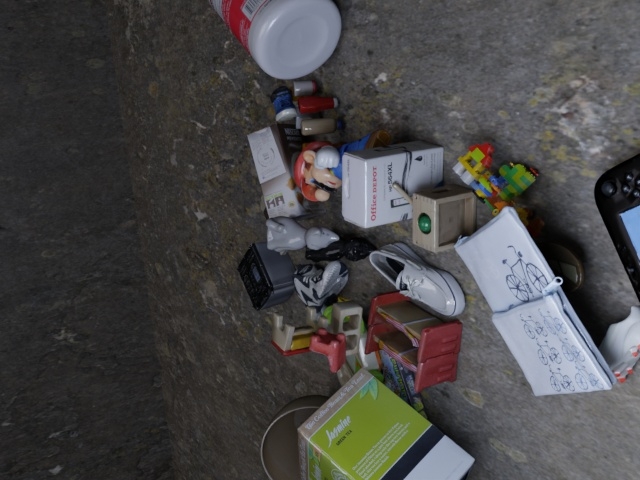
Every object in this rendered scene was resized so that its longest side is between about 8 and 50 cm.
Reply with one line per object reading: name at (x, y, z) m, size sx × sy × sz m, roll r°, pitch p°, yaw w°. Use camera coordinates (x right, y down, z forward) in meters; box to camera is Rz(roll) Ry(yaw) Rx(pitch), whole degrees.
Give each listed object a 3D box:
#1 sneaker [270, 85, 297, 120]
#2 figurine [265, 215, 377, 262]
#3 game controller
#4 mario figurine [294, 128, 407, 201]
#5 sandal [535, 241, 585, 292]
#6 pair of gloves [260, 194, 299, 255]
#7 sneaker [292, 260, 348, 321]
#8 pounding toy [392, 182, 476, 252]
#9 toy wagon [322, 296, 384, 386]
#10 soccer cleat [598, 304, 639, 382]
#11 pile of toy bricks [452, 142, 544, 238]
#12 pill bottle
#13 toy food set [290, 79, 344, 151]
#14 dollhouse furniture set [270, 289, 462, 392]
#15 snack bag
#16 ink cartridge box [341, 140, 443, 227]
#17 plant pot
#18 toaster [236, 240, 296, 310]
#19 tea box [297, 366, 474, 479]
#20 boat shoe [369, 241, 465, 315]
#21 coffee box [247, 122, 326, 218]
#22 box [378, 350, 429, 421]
sneaker at (-0.094, -0.346, 1.951) m, size 0.152 × 0.058 × 0.084 m, roll -113°, pitch 9°, yaw -83°
figurine at (0.000, 0.000, 1.911) m, size 0.209 × 0.215 × 0.092 m, roll 4°, pitch 81°, yaw 48°
game controller at (0.534, 0.019, 1.166) m, size 0.166 × 0.067 × 0.319 m, roll -39°, pitch 68°, yaw 58°
mario figurine at (0.056, -0.146, 1.789) m, size 0.320 × 0.170 × 0.198 m, roll -10°, pitch 118°, yaw 51°
sandal at (0.412, 0.046, 1.400) m, size 0.219 × 0.060 × 0.090 m, roll 170°, pitch 93°, yaw -74°
pair of gloves at (-0.101, -0.099, 2.221) m, size 0.204 × 0.042 × 0.240 m, roll 63°, pitch 144°, yaw 31°
sneaker at (-0.014, 0.100, 2.098) m, size 0.153 × 0.094 × 0.235 m, roll 50°, pitch 151°, yaw 25°
pounding toy at (0.230, -0.056, 1.575) m, size 0.100 × 0.141 × 0.130 m, roll 25°, pitch 122°, yaw 54°
toy wagon at (0.085, 0.278, 1.962) m, size 0.267 × 0.068 × 0.344 m, roll -123°, pitch 25°, yaw -46°
soccer cleat at (0.498, 0.184, 1.304) m, size 0.196 × 0.068 × 0.076 m, roll 114°, pitch 155°, yaw -50°
pile of toy bricks at (0.349, -0.097, 1.423) m, size 0.105 × 0.118 × 0.212 m, roll -47°, pitch 42°, yaw 16°
pill bottle at (-0.140, -0.596, 1.901) m, size 0.407 × 0.229 × 0.229 m, roll 55°, pitch 144°, yaw 34°
toy food set at (-0.007, -0.321, 1.952) m, size 0.111 × 0.105 × 0.232 m, roll 95°, pitch 166°, yaw -52°
dollhouse furniture set at (0.099, 0.235, 1.687) m, size 0.201 × 0.374 × 0.152 m, roll 33°, pitch 124°, yaw 52°
snack bag at (0.361, 0.117, 1.380) m, size 0.342 × 0.037 × 0.323 m, roll 62°, pitch 169°, yaw 8°
ink cartridge box at (0.151, -0.119, 1.621) m, size 0.086 × 0.203 × 0.148 m, roll 27°, pitch 125°, yaw 53°
plant pot at (-0.014, 0.539, 2.148) m, size 0.191 × 0.284 × 0.284 m, roll -83°, pitch -10°, yaw -72°
toaster at (-0.158, 0.109, 2.331) m, size 0.185 × 0.110 × 0.168 m, roll 64°, pitch 148°, yaw 22°
tea box at (0.134, 0.522, 1.744) m, size 0.323 × 0.220 × 0.329 m, roll 37°, pitch 150°, yaw 26°
boat shoe at (0.208, 0.087, 1.723) m, size 0.267 × 0.088 × 0.096 m, roll 45°, pitch 138°, yaw 43°
coffee box at (-0.088, -0.175, 2.042) m, size 0.098 × 0.141 × 0.246 m, roll -17°, pitch 87°, yaw 30°
box at (0.192, 0.355, 1.910) m, size 0.114 × 0.036 × 0.207 m, roll -34°, pitch 72°, yaw 58°
